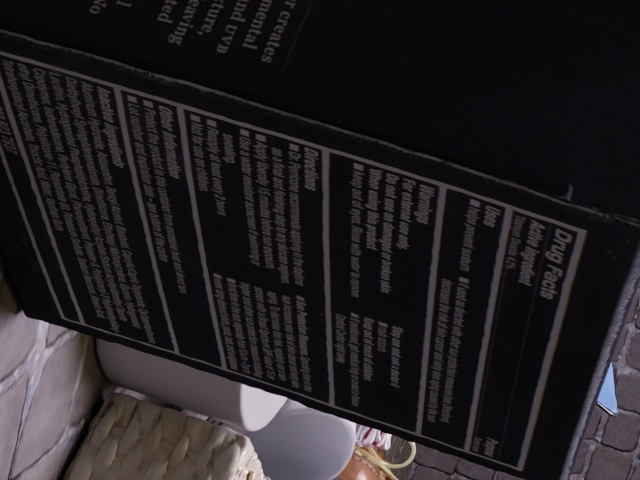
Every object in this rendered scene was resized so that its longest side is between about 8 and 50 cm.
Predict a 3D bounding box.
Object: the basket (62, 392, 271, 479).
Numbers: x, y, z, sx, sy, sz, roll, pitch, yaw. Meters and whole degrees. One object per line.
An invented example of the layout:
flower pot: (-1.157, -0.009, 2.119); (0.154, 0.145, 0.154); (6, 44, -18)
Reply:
basket: (-0.112, 0.191, 1.091); (0.103, 0.113, 0.167); (83, 26, -59)

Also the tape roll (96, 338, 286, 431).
tape roll: (-0.041, -0.025, 1.120); (0.286, 0.100, 0.286); (18, 90, -80)

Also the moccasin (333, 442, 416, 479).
moccasin: (0.017, 0.258, 1.838); (0.380, 0.139, 0.147); (75, 33, -73)

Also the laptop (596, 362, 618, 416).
laptop: (0.173, -0.148, 1.383); (0.382, 0.236, 0.408); (-87, -171, -47)

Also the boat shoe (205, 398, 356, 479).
boat shoe: (-0.053, 0.149, 1.296); (0.258, 0.095, 0.084); (-40, -146, 48)

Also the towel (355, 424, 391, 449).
towel: (0.008, 0.077, 1.321); (0.197, 0.029, 0.144); (4, -96, 64)

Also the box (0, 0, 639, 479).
box: (0.010, -0.053, 0.785); (0.296, 0.294, 0.183); (89, 22, -64)
